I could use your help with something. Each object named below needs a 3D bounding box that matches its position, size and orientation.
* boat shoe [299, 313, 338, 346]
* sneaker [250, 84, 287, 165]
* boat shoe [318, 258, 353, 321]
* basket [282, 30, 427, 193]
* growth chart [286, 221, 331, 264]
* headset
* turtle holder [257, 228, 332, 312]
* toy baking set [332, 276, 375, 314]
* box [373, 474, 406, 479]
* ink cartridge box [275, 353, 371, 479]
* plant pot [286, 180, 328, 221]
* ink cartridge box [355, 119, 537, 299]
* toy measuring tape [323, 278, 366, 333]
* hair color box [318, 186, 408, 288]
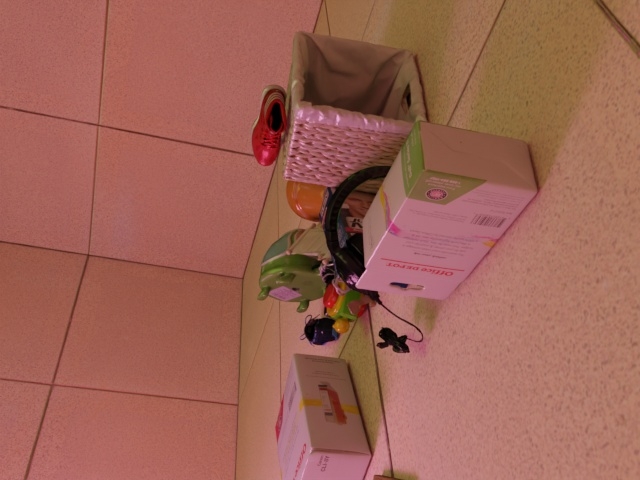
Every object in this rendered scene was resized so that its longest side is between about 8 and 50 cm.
[{"bbox_3d":[-0.011,0.277,2.214,0.258,0.089,0.109,133,145,-68],"label":"boat shoe"},{"bbox_3d":[-0.133,-0.268,1.749,0.128,0.087,0.221,-96,11,-57],"label":"sneaker"},{"bbox_3d":[0.048,0.096,2.053,0.113,0.105,0.306,121,156,-57],"label":"boat shoe"},{"bbox_3d":[0.065,-0.323,1.790,0.266,0.331,0.328,110,163,-46],"label":"basket"},{"bbox_3d":[0.000,0.000,2.110,0.172,0.021,0.237,-43,27,-24],"label":"growth chart"},{"bbox_3d":[0.138,0.042,1.448,0.185,0.243,0.394,-159,59,-78],"label":"headset"},{"bbox_3d":[-0.068,0.074,2.270,0.320,0.243,0.227,118,159,-58],"label":"turtle holder"},{"bbox_3d":[0.079,0.093,1.791,0.030,0.197,0.256,-29,56,26],"label":"toy baking set"},{"bbox_3d":[0.146,0.583,1.455,0.201,0.021,0.164,137,141,-69],"label":"box"},{"bbox_3d":[-0.007,0.529,1.844,0.384,0.160,0.279,-105,27,-62],"label":"ink cartridge box"},{"bbox_3d":[0.021,-0.149,2.200,0.188,0.205,0.205,24,105,61],"label":"plant pot"},{"bbox_3d":[0.202,-0.038,1.243,0.353,0.207,0.119,116,158,-51],"label":"ink cartridge box"},{"bbox_3d":[0.077,0.112,1.928,0.121,0.121,0.330,120,165,-57],"label":"toy measuring tape"},{"bbox_3d":[0.110,-0.022,1.716,0.347,0.174,0.105,-107,30,-63],"label":"hair color box"}]
